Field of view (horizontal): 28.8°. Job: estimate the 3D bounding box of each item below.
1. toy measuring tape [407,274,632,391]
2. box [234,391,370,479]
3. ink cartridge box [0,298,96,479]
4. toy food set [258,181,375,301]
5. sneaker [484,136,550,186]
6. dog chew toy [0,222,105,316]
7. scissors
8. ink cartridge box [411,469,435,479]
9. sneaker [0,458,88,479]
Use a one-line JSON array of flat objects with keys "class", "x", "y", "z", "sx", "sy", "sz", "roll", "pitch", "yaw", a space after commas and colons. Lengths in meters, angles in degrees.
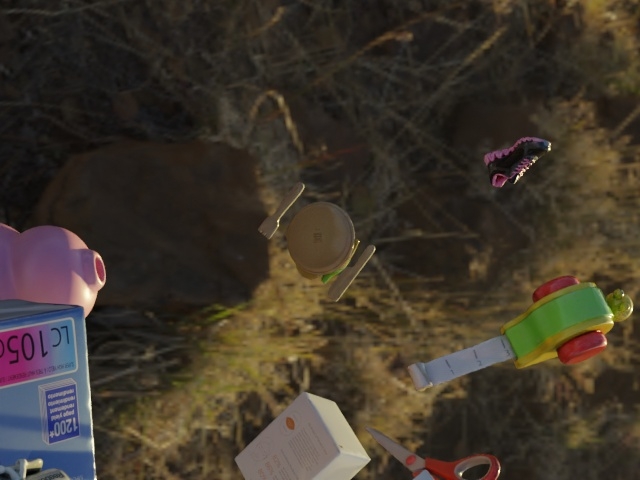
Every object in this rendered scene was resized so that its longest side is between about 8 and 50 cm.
[{"class": "toy measuring tape", "x": 0.280, "y": 0.123, "z": 1.672, "sx": 0.330, "sy": 0.121, "sz": 0.121, "roll": -16, "pitch": 99, "yaw": -16}, {"class": "box", "x": -0.030, "y": 0.352, "z": 1.996, "sx": 0.091, "sy": 0.170, "sz": 0.130, "roll": 27, "pitch": 24, "yaw": -50}, {"class": "ink cartridge box", "x": -0.371, "y": 0.273, "z": 1.259, "sx": 0.270, "sy": 0.151, "sz": 0.395, "roll": -9, "pitch": 100, "yaw": -45}, {"class": "toy food set", "x": 0.000, "y": 0.000, "z": 2.085, "sx": 0.132, "sy": 0.192, "sz": 0.038, "roll": -51, "pitch": 159, "yaw": 12}, {"class": "sneaker", "x": 0.287, "y": -0.111, "z": 1.800, "sx": 0.047, "sy": 0.119, "sz": 0.057, "roll": 17, "pitch": 64, "yaw": -32}, {"class": "dog chew toy", "x": -0.425, "y": 0.068, "z": 1.508, "sx": 0.206, "sy": 0.332, "sz": 0.206, "roll": -11, "pitch": 90, "yaw": -84}, {"class": "scissors", "x": 0.132, "y": 0.323, "z": 1.748, "sx": 0.021, "sy": 0.297, "sz": 0.109, "roll": 50, "pitch": 64, "yaw": -31}, {"class": "ink cartridge box", "x": 0.117, "y": 0.455, "z": 1.495, "sx": 0.239, "sy": 0.275, "sz": 0.060, "roll": -35, "pitch": 160, "yaw": -15}, {"class": "sneaker", "x": -0.280, "y": 0.228, "z": 1.031, "sx": 0.111, "sy": 0.129, "sz": 0.297, "roll": 50, "pitch": 2, "yaw": 19}]
